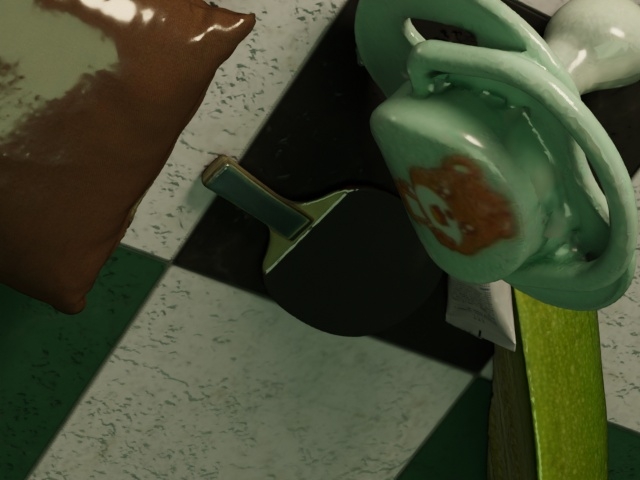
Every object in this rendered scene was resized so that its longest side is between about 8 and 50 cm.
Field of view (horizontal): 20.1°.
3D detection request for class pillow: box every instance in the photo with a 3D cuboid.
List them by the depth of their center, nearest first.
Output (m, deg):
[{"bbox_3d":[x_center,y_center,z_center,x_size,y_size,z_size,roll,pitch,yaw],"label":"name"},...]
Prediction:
[{"bbox_3d":[-0.252,-0.109,1.398,0.305,0.108,0.308,24,113,-25],"label":"pillow"}]

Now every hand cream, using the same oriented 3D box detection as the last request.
[{"bbox_3d":[0.146,0.029,1.651,0.053,0.084,0.142,-33,131,-34],"label":"hand cream"}]

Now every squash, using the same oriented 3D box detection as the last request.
[{"bbox_3d":[0.218,0.114,1.758,0.111,0.203,0.288,-9,93,-10],"label":"squash"}]

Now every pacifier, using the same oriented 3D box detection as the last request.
[{"bbox_3d":[0.184,-0.105,1.469,0.269,0.288,0.343,-44,129,-21],"label":"pacifier"}]

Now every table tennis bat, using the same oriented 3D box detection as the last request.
[{"bbox_3d":[0.000,0.000,1.613,0.154,0.021,0.274,-44,128,16],"label":"table tennis bat"}]
